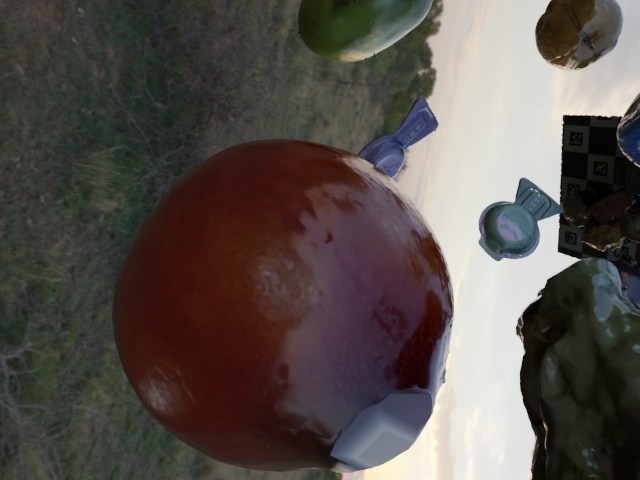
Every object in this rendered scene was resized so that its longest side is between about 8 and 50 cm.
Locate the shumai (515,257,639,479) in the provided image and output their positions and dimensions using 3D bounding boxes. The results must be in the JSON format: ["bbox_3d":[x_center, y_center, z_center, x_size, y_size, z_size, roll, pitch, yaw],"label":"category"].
[{"bbox_3d":[0.240,0.149,0.424,0.222,0.204,0.272,-49,167,31],"label":"shumai"}]

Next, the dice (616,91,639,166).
[{"bbox_3d":[0.555,-0.185,0.725,0.143,0.146,0.146,-54,172,-18],"label":"dice"}]

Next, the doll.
[{"bbox_3d":[0.534,0.120,0.948,0.117,0.257,0.182,65,-3,-10],"label":"doll"}]

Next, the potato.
[{"bbox_3d":[0.094,-0.522,1.086,0.216,0.304,0.216,32,47,-41],"label":"potato"}]

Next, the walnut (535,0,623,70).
[{"bbox_3d":[0.473,-0.392,0.895,0.180,0.144,0.144,-81,178,-61],"label":"walnut"}]

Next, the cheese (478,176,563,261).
[{"bbox_3d":[0.212,-0.021,0.520,0.120,0.067,0.026,-39,166,-27],"label":"cheese"}]

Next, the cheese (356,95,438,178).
[{"bbox_3d":[0.116,-0.146,0.807,0.191,0.042,0.105,-43,146,9],"label":"cheese"}]

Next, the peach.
[{"bbox_3d":[-0.030,0.081,0.566,0.388,0.388,0.389,10,90,-85],"label":"peach"}]

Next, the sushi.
[{"bbox_3d":[0.643,-0.080,1.033,0.343,0.064,0.359,28,-49,57],"label":"sushi"}]
